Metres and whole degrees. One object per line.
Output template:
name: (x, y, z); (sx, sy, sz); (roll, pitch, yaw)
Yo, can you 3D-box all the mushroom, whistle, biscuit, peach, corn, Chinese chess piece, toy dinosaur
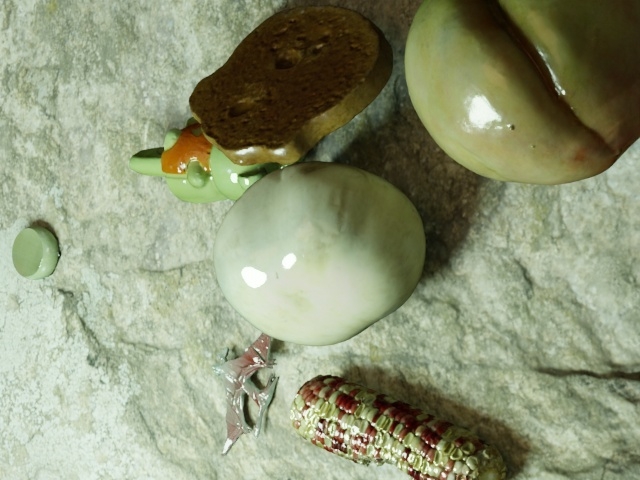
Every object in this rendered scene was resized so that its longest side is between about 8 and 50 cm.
mushroom: (0.000, 0.000, 1.611); (0.260, 0.234, 0.254); (10, 130, -2)
whistle: (-0.145, -0.108, 1.747); (0.288, 0.131, 0.106); (6, 119, 35)
biscuit: (-0.036, -0.199, 1.647); (0.257, 0.049, 0.273); (-45, 38, -8)
peach: (0.241, -0.195, 1.414); (0.292, 0.247, 0.292); (-3, 78, 14)
corn: (0.092, 0.245, 1.585); (0.289, 0.098, 0.098); (19, 99, 31)
Chinese chess piece: (-0.444, 0.020, 2.003); (0.084, 0.034, 0.084); (-2, 86, 37)
toy dinosaur: (-0.106, 0.199, 1.761); (0.108, 0.032, 0.220); (31, 115, 28)
